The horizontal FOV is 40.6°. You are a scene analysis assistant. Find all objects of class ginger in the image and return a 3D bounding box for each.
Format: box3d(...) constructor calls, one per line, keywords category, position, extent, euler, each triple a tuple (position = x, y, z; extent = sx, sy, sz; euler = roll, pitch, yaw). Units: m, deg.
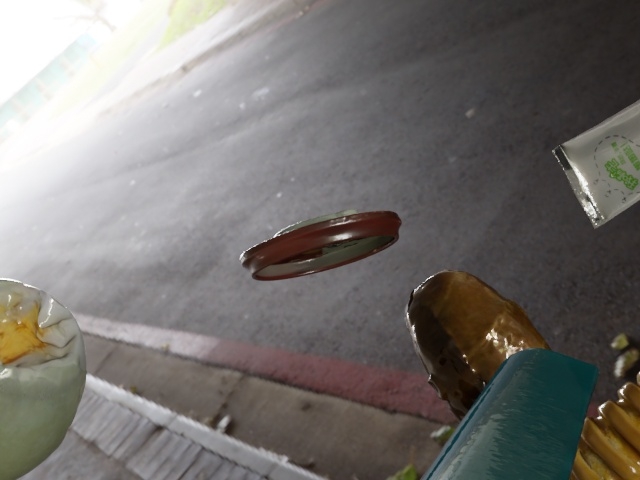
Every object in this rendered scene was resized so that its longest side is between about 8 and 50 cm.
box3d(category="ginger", position=(0.230, 0.187, 1.156), extent=(0.165, 0.321, 0.172), euler=(-20, -4, -42))

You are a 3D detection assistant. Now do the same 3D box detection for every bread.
box3d(category="bread", position=(0.580, 0.357, 1.584), extent=(0.311, 0.121, 0.173), euler=(-42, 52, 3))

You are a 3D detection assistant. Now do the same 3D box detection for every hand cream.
box3d(category="hand cream", position=(0.473, -0.154, 1.131), extent=(0.336, 0.121, 0.076), euler=(-32, -1, 7))

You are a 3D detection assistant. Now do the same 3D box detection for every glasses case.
box3d(category="glasses case", position=(0.085, 0.143, 0.440), extent=(0.301, 0.070, 0.117), euler=(-18, -56, -69))

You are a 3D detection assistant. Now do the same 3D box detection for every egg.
box3d(category="egg", position=(-0.337, 0.153, 0.860), extent=(0.217, 0.183, 0.183), euler=(-48, 14, 27))

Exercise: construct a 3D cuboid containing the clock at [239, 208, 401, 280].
box3d(category="clock", position=(0.000, 0.000, 1.659), extent=(0.319, 0.080, 0.318), euler=(-15, -11, -3))
